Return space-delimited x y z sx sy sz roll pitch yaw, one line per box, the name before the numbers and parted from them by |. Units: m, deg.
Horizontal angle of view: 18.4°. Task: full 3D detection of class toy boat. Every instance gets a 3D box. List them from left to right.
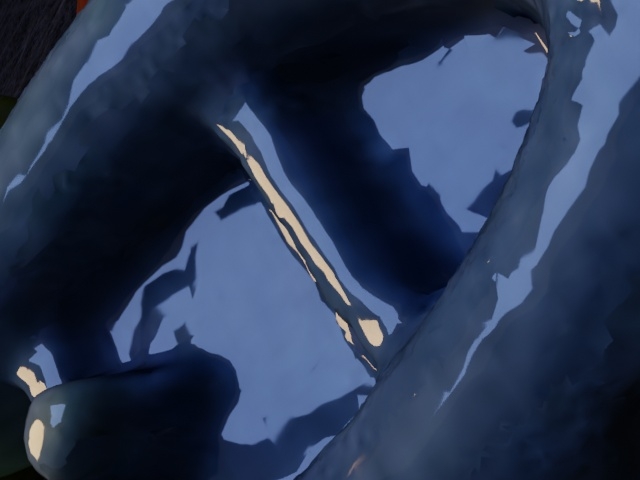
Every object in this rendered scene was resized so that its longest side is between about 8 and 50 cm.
toy boat | 0.000 0.000 0.481 0.330 0.123 0.215 -43 58 23

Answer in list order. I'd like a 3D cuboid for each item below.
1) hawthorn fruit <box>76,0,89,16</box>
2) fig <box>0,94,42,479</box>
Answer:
hawthorn fruit | 0.002 -0.084 0.655 0.189 0.189 0.189 -52 23 33
fig | -0.159 0.048 0.911 0.233 0.167 0.167 -64 19 5
